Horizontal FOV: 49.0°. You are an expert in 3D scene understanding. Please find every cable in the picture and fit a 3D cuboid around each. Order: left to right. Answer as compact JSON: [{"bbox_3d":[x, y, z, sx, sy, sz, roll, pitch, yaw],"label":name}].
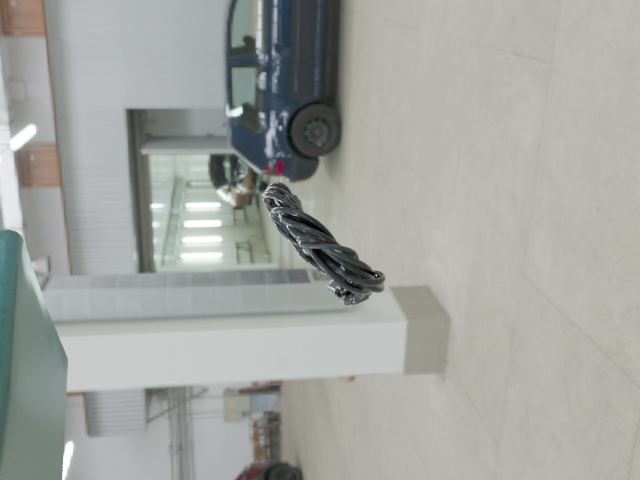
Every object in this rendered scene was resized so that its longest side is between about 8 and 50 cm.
[{"bbox_3d":[0.000,0.000,0.685,0.150,0.047,0.184,50,176,1],"label":"cable"}]

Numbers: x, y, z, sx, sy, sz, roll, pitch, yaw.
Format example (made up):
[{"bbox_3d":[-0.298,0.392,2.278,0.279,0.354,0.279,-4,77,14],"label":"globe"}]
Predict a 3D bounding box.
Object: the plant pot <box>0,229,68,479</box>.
[{"bbox_3d":[-0.253,0.143,0.428,0.165,0.165,0.234,95,162,-47],"label":"plant pot"}]
